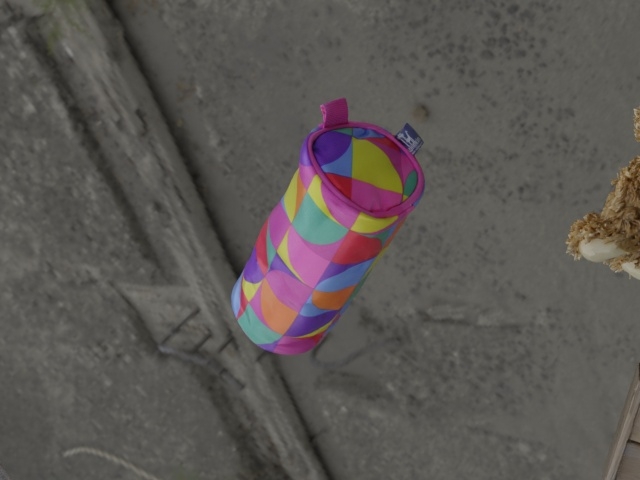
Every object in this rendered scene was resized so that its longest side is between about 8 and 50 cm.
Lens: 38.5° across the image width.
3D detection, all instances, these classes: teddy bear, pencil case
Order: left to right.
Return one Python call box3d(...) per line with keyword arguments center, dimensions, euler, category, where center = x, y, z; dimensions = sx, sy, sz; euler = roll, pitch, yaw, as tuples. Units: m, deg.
box3d(center=(0.000, 0.000, 0.738), dimensions=(0.104, 0.104, 0.236), euler=(39, 139, 7), category="pencil case")
box3d(center=(0.417, -0.082, 1.010), dimensions=(0.245, 0.113, 0.338), euler=(7, 131, -18), category="teddy bear")

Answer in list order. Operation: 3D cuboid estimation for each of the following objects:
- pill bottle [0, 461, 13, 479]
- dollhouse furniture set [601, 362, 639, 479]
box3d(center=(-0.250, 0.179, 0.583), dimensions=(0.112, 0.112, 0.187), euler=(57, 158, -18), category="pill bottle")
box3d(center=(0.274, 0.185, 0.560), dimensions=(0.174, 0.355, 0.303), euler=(16, 105, 14), category="dollhouse furniture set")
